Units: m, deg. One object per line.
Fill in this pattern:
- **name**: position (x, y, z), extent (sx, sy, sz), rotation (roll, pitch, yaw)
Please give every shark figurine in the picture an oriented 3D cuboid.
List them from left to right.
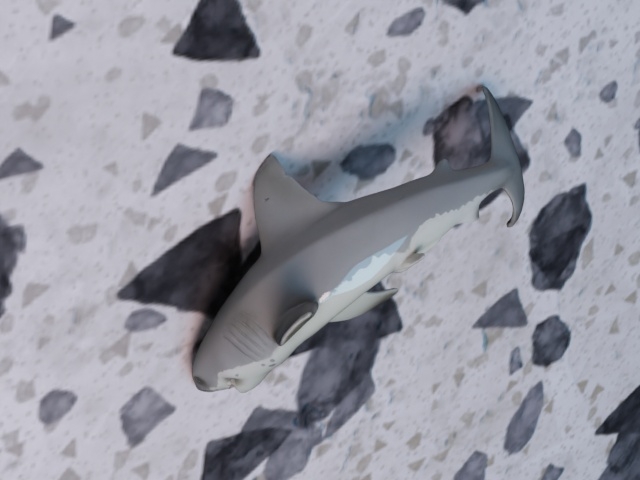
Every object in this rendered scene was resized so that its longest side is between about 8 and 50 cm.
- **shark figurine**: position (0.020, -0.017, 1.216), extent (0.278, 0.116, 0.166), rotation (-35, 172, -9)
